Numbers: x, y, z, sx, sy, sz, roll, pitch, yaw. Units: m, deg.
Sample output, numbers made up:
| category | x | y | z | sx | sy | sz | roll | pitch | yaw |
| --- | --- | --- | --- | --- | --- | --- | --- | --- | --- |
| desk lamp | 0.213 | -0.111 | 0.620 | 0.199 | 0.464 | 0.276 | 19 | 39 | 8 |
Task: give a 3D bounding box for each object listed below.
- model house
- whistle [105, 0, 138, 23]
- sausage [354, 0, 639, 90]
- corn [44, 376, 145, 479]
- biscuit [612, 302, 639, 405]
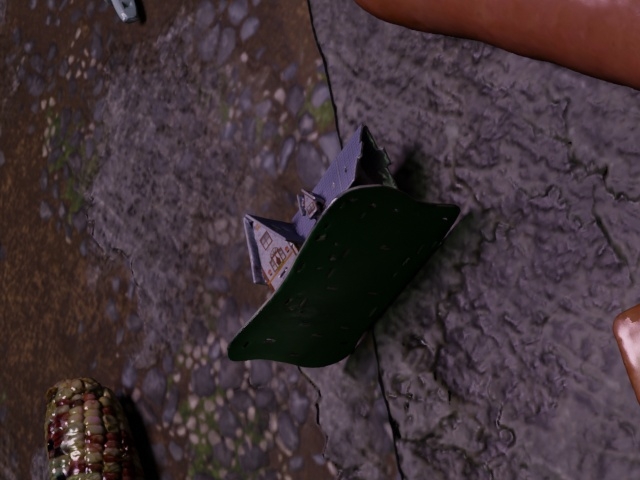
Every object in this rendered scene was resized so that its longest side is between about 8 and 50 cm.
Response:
| category | x | y | z | sx | sy | sz | roll | pitch | yaw |
| --- | --- | --- | --- | --- | --- | --- | --- | --- | --- |
| model house | 0.000 | 0.000 | 0.814 | 0.167 | 0.117 | 0.088 | -55 | 47 | 28 |
| whistle | -0.192 | -0.243 | 1.094 | 0.035 | 0.035 | 0.100 | -42 | 58 | 32 |
| sausage | 0.169 | -0.134 | 0.677 | 0.419 | 0.094 | 0.094 | 28 | 82 | 45 |
| corn | -0.181 | 0.234 | 0.980 | 0.086 | 0.086 | 0.253 | -37 | 57 | 35 |
| biscuit | 0.270 | 0.091 | 0.492 | 0.306 | 0.043 | 0.284 | 20 | 88 | 21 |
